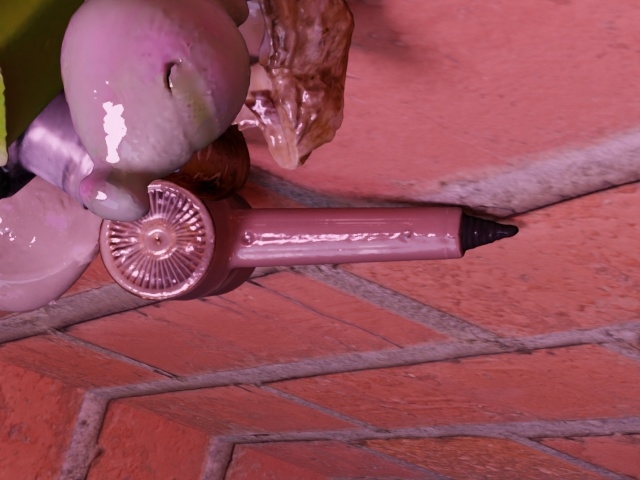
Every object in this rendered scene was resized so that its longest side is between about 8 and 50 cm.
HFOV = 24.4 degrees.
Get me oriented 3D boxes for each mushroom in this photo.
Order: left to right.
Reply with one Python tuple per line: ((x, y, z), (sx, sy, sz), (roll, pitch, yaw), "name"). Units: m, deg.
((-0.118, -0.083, 1.158), (0.135, 0.080, 0.170), (35, 176, -12), "mushroom")

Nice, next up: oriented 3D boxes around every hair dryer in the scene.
((0.000, 0.000, 1.284), (0.344, 0.106, 0.189), (0, 179, 11), "hair dryer")

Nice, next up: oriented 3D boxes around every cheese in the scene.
((-0.316, -0.010, 1.458), (0.198, 0.154, 0.189), (19, 169, -10), "cheese")

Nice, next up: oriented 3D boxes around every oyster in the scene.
((-0.063, -0.152, 0.878), (0.233, 0.107, 0.161), (46, 156, -26), "oyster")

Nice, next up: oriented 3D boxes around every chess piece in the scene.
((-0.041, -0.133, 0.571), (0.139, 0.271, 0.139), (14, 165, 4), "chess piece")

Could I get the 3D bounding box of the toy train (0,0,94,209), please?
((-0.217, -0.150, 0.728), (0.307, 0.173, 0.249), (33, 150, 8), "toy train")
